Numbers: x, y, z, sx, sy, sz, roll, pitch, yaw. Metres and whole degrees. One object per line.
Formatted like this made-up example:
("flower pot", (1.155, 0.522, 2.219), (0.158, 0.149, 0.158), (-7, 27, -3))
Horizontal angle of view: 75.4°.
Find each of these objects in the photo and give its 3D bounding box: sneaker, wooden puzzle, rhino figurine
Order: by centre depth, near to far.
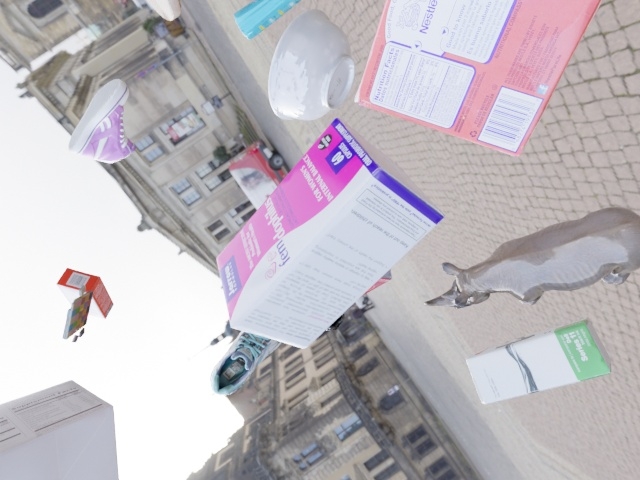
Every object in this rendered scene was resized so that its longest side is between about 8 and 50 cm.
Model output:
("rhino figurine", (0.229, 0.031, 0.454), (0.106, 0.243, 0.073), (31, -137, -57))
("wooden puzzle", (-0.309, 0.095, 0.528), (0.006, 0.083, 0.049), (16, -170, -6))
("sneaker", (-0.169, 0.271, 1.035), (0.110, 0.283, 0.122), (35, 170, -1))
("sneaker", (-0.003, 0.234, 1.166), (0.084, 0.152, 0.058), (163, 86, -77))
("sneaker", (-0.614, -0.347, 1.246), (0.161, 0.282, 0.102), (21, -141, -46))

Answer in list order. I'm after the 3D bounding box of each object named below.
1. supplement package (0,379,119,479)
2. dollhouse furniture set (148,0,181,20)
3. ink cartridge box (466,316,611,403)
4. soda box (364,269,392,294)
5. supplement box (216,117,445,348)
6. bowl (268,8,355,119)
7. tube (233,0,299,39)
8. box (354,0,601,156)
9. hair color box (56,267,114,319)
("supplement package", (-0.405, 0.365, 0.560), (0.204, 0.145, 0.261), (-10, -79, -52))
("dollhouse furniture set", (-0.174, -0.486, 0.574), (0.394, 0.362, 0.256), (40, 164, 17))
("ink cartridge box", (0.391, 0.216, 0.748), (0.153, 0.208, 0.086), (10, -123, -56))
("soda box", (0.119, 0.127, 1.360), (0.263, 0.084, 0.092), (-39, 48, 49))
("supplement box", (0.000, 0.000, 0.451), (0.114, 0.220, 0.111), (27, -156, -39))
("bowl", (0.002, -0.446, 1.118), (0.134, 0.297, 0.298), (30, 169, 19))
("tube", (-0.060, -0.445, 0.749), (0.052, 0.207, 0.080), (57, -158, -22))
("box", (0.152, -0.244, 0.342), (0.154, 0.299, 0.142), (20, -152, 7))
("hair color box", (-0.500, 0.117, 0.887), (0.072, 0.043, 0.141), (17, 145, -4))
